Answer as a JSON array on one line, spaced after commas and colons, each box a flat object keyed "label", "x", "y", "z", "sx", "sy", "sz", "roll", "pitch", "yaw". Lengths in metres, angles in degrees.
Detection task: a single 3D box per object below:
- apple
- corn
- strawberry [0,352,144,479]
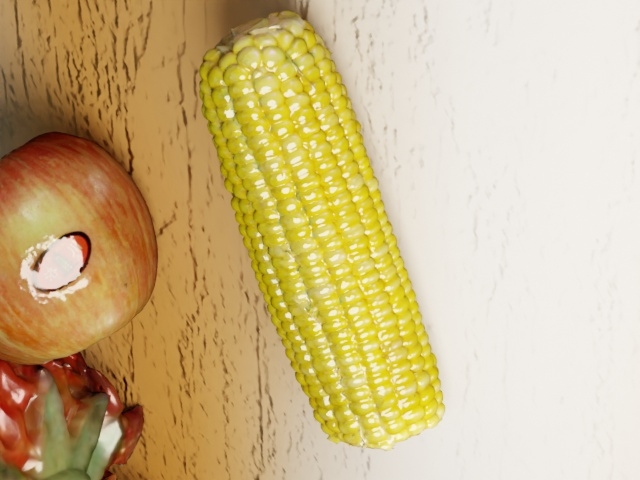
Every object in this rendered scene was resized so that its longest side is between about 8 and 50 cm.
[{"label": "apple", "x": -0.171, "y": 0.010, "z": 1.167, "sx": 0.131, "sy": 0.146, "sz": 0.146, "roll": 54, "pitch": 142, "yaw": -7}, {"label": "corn", "x": 0.000, "y": 0.000, "z": 1.017, "sx": 0.081, "sy": 0.081, "sz": 0.248, "roll": -2, "pitch": 112, "yaw": 48}, {"label": "strawberry", "x": -0.276, "y": 0.221, "z": 1.297, "sx": 0.351, "sy": 0.267, "sz": 0.312, "roll": -11, "pitch": 111, "yaw": 32}]
